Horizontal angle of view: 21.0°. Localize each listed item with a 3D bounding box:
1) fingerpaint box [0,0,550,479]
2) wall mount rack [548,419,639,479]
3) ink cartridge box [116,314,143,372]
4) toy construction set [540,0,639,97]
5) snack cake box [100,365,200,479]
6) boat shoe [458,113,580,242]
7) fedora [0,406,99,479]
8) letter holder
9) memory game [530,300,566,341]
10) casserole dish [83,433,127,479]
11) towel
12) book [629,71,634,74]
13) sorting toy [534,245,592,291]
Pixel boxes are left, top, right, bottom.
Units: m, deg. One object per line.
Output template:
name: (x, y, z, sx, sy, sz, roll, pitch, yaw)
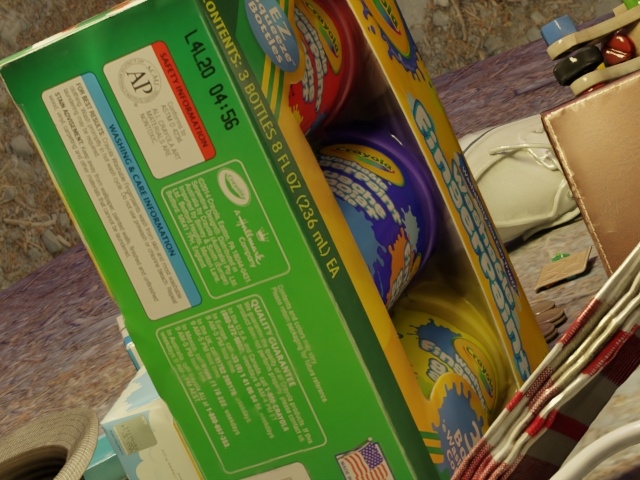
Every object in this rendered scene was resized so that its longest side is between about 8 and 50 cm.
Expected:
fingerpaint box: (0.000, 0.000, 1.289, 0.163, 0.444, 0.371, -20, 11, 23)
wall mount rack: (0.086, 0.222, 0.885, 0.350, 0.130, 0.304, -33, 16, -37)
ink cartridge box: (-0.147, 0.138, 1.813, 0.082, 0.139, 0.191, -28, 10, -5)
toy construction set: (0.430, -0.224, 1.963, 0.257, 0.309, 0.237, -55, -19, 15)
snack cake box: (-0.093, 0.163, 1.517, 0.089, 0.152, 0.264, -24, 10, 13)
boat shoe: (0.286, -0.085, 1.984, 0.367, 0.135, 0.156, -21, 8, -39)
fedora: (-0.266, 0.274, 1.449, 0.244, 0.124, 0.275, -20, 20, 41)
letter holder: (0.392, -0.065, 1.597, 0.302, 0.214, 0.152, -24, -22, 11)
memory game: (0.148, 0.104, 1.638, 0.186, 0.012, 0.186, -25, 9, 4)
casserole dish: (-0.256, 0.249, 1.815, 0.188, 0.037, 0.114, -27, 10, -7)
towel: (0.198, 0.057, 1.085, 0.329, 0.037, 0.237, -52, -16, 3)
book: (0.338, -0.099, 1.832, 0.096, 0.144, 0.035, -31, -14, -18)
sorting toy: (0.253, 0.026, 1.776, 0.062, 0.012, 0.083, -26, 12, 24)
